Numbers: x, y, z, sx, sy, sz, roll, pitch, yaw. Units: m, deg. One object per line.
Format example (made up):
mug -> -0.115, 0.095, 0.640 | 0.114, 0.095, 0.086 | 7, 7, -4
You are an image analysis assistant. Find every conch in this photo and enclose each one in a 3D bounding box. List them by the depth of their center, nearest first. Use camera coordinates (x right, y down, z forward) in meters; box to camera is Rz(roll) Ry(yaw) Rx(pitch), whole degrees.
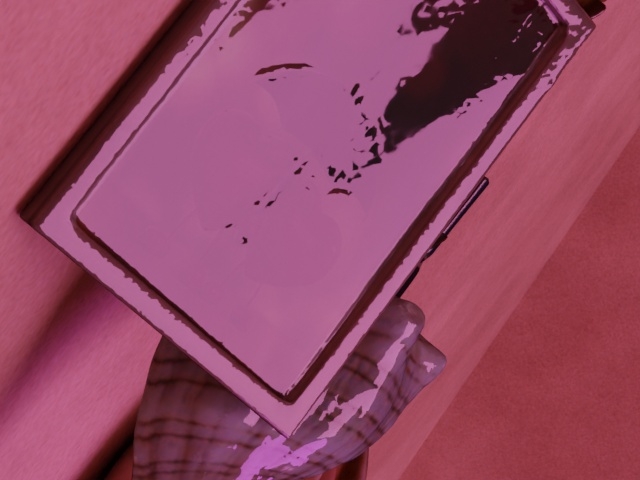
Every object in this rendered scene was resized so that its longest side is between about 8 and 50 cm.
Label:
conch -> -0.016, 0.067, 1.138 | 0.203, 0.170, 0.386 | 60, 30, -47

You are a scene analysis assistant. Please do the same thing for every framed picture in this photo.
framed picture -> 0.005, -0.065, 1.014 | 0.289, 0.020, 0.211 | -53, 129, -9

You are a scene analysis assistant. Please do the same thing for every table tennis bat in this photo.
table tennis bat -> 0.084, 0.038, 2.041 | 0.274, 0.021, 0.154 | -51, 170, -2

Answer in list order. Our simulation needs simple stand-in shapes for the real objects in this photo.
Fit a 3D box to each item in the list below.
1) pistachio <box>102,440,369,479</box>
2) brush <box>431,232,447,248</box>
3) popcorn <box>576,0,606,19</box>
pistachio -> -0.073, 0.206, 1.475 | 0.318, 0.214, 0.193 | -55, 131, -32
brush -> 0.087, 0.001, 1.897 | 0.027, 0.034, 0.190 | -68, 165, 18
popcorn -> 0.118, -0.187, 1.179 | 0.148, 0.152, 0.167 | -38, 171, 35
